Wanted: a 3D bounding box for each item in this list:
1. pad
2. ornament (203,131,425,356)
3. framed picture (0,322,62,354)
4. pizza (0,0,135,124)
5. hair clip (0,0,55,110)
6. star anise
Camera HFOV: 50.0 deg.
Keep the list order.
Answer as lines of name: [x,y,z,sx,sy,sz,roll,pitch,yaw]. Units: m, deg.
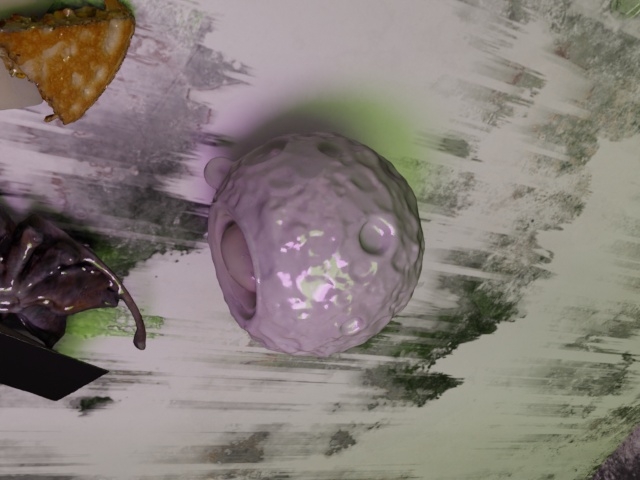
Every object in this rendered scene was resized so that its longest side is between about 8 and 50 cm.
pad: [-0.499,0.175,1.042,0.299,0.005,0.202,29,139,-31]
ornament: [0.000,0.000,1.034,0.336,0.337,0.337,-12,130,-14]
framed picture: [-0.584,0.138,1.024,0.247,0.022,0.335,-16,140,28]
pizza: [-0.334,-0.238,0.852,0.188,0.062,0.199,-53,161,12]
hair clip: [-0.457,-0.239,0.797,0.282,0.113,0.173,8,123,-28]
star anise: [-0.449,0.058,1.033,0.315,0.139,0.360,-3,135,5]
